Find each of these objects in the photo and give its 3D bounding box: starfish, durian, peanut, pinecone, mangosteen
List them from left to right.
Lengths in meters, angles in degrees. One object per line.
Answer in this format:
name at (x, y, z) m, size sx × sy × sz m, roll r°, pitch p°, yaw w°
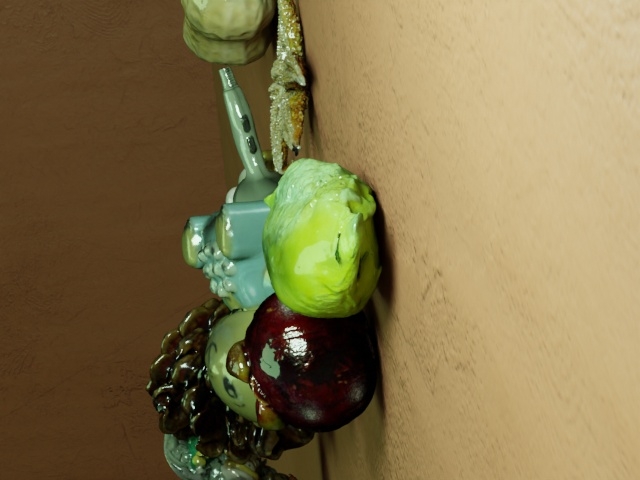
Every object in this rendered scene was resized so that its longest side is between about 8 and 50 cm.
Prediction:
peanut at (-0.119, -0.299, 2.012) m, size 0.290 × 0.130 × 0.130 m, roll 114°, pitch 148°, yaw -78°
pinecone at (-0.116, 0.193, 2.125) m, size 0.257 × 0.243 × 0.243 m, roll -125°, pitch 27°, yaw -57°
starfish at (-0.034, -0.181, 1.752) m, size 0.227 × 0.043 × 0.240 m, roll -118°, pitch 24°, yaw -67°
mangosteen at (-0.018, 0.118, 1.513) m, size 0.152 × 0.152 × 0.152 m, roll 172°, pitch 90°, yaw -84°
durian at (0.000, 0.000, 1.391) m, size 0.250 × 0.101 × 0.139 m, roll -114°, pitch 18°, yaw -70°

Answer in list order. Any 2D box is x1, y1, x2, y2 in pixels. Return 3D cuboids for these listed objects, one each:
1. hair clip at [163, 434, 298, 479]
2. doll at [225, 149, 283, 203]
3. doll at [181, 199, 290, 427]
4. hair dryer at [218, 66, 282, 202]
hair clip at (-0.089, 0.362, 2.268) m, size 0.321 × 0.091 × 0.138 m, roll 44°, pitch -153°, yaw -25°
doll at (-0.088, -0.009, 2.267) m, size 0.117 × 0.086 × 0.291 m, roll -54°, pitch -27°, yaw -40°
doll at (-0.060, 0.089, 1.793) m, size 0.177 × 0.161 × 0.261 m, roll -17°, pitch 79°, yaw 62°
hair dryer at (-0.072, -0.098, 2.026) m, size 0.219 × 0.088 × 0.225 m, roll -137°, pitch 33°, yaw -58°
